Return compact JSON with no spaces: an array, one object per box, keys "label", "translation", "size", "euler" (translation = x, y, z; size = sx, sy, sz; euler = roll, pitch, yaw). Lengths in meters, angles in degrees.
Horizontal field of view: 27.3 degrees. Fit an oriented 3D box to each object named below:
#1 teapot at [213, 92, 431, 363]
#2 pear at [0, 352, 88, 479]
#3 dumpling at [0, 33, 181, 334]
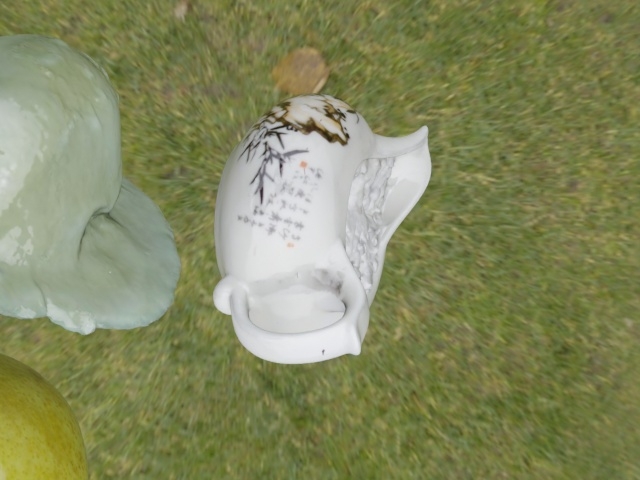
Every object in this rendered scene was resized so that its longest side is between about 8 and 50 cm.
[{"label":"teapot","translation":[0.000,0.000,1.051],"size":[0.165,0.300,0.208],"euler":[7,128,3]},{"label":"pear","translation":[-0.355,0.237,1.212],"size":[0.304,0.304,0.304],"euler":[0,93,-3]},{"label":"dumpling","translation":[-0.245,-0.057,1.011],"size":[0.270,0.320,0.212],"euler":[24,129,32]}]
